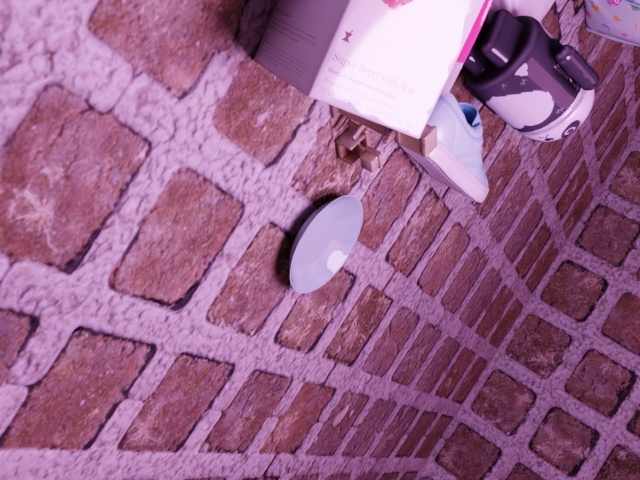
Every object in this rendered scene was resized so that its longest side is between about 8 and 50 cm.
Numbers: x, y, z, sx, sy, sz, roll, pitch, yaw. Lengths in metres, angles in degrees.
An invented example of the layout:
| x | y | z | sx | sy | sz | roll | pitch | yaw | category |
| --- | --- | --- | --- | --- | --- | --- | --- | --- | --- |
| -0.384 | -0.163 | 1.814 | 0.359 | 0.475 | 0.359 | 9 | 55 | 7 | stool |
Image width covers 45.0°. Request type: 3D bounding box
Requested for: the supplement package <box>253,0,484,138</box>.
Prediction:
| x | y | z | sx | sy | sz | roll | pitch | yaw | category |
| --- | --- | --- | --- | --- | --- | --- | --- | --- | --- |
| 0.076 | -0.305 | 0.937 | 0.178 | 0.175 | 0.292 | 15 | 107 | -33 | supplement package |

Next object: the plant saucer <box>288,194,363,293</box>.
| x | y | z | sx | sy | sz | roll | pitch | yaw | category |
| --- | --- | --- | --- | --- | --- | --- | --- | --- | --- |
| 0.000 | 0.000 | 1.343 | 0.195 | 0.037 | 0.194 | -41 | 149 | -31 | plant saucer |

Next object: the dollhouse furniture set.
| x | y | z | sx | sy | sz | roll | pitch | yaw | category |
| --- | --- | --- | --- | --- | --- | --- | --- | --- | --- |
| 0.120 | -0.171 | 1.202 | 0.101 | 0.182 | 0.161 | -46 | 150 | -23 | dollhouse furniture set |

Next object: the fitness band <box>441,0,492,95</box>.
| x | y | z | sx | sy | sz | roll | pitch | yaw | category |
| --- | --- | --- | --- | --- | --- | --- | --- | --- | --- |
| 0.213 | -0.349 | 1.198 | 0.290 | 0.054 | 0.209 | 114 | -5 | -52 | fitness band |

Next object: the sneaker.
| x | y | z | sx | sy | sz | roll | pitch | yaw | category |
| --- | --- | --- | --- | --- | --- | --- | --- | --- | --- |
| 0.278 | -0.182 | 1.510 | 0.150 | 0.135 | 0.366 | -56 | 154 | 4 | sneaker |

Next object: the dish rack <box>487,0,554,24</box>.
| x | y | z | sx | sy | sz | roll | pitch | yaw | category |
| --- | --- | --- | --- | --- | --- | --- | --- | --- | --- |
| 0.410 | -0.530 | 1.436 | 0.285 | 0.072 | 0.333 | -54 | 152 | -5 | dish rack |

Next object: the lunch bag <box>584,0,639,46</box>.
| x | y | z | sx | sy | sz | roll | pitch | yaw | category |
| --- | --- | --- | --- | --- | --- | --- | --- | --- | --- |
| 0.753 | -0.547 | 1.774 | 0.160 | 0.262 | 0.223 | -57 | 152 | -1 | lunch bag |

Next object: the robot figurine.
| x | y | z | sx | sy | sz | roll | pitch | yaw | category |
| --- | --- | --- | --- | --- | --- | --- | --- | --- | --- |
| 0.384 | -0.301 | 1.441 | 0.278 | 0.209 | 0.173 | 34 | 108 | -28 | robot figurine |
